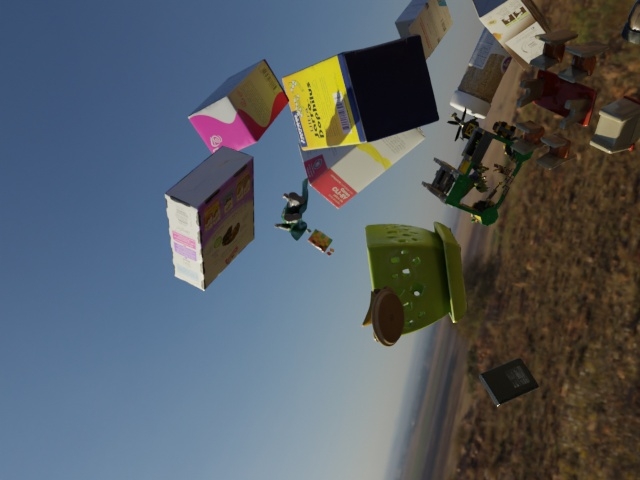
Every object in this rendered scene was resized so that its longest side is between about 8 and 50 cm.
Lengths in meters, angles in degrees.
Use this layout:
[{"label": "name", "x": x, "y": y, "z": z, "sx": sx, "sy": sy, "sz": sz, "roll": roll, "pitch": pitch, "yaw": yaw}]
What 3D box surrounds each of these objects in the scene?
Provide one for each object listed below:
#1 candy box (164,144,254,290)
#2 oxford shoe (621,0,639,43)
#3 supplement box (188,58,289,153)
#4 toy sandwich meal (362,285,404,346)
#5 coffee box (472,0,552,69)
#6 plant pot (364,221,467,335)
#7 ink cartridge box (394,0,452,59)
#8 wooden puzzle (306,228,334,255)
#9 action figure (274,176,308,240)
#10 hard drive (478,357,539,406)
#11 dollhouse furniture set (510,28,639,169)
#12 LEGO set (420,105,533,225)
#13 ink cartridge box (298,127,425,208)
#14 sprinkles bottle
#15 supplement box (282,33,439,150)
[{"label": "candy box", "x": -0.188, "y": -0.039, "z": 1.138, "sx": 0.165, "sy": 0.070, "sz": 0.196, "roll": -50, "pitch": -24, "yaw": -42}, {"label": "oxford shoe", "x": 0.675, "y": -0.434, "z": 1.198, "sx": 0.096, "sy": 0.227, "sz": 0.082, "roll": 86, "pitch": 159, "yaw": -45}, {"label": "supplement box", "x": -0.167, "y": -0.280, "z": 1.370, "sx": 0.111, "sy": 0.114, "sz": 0.220, "roll": 58, "pitch": -151, "yaw": -22}, {"label": "toy sandwich meal", "x": 0.084, "y": 0.101, "z": 0.872, "sx": 0.086, "sy": 0.029, "sz": 0.085, "roll": 11, "pitch": -104, "yaw": -51}, {"label": "coffee box", "x": 0.458, "y": -0.536, "z": 1.546, "sx": 0.247, "sy": 0.098, "sz": 0.141, "roll": 25, "pitch": -134, "yaw": -45}, {"label": "plant pot", "x": 0.220, "y": 0.078, "z": 1.513, "sx": 0.227, "sy": 0.207, "sz": 0.228, "roll": -78, "pitch": -21, "yaw": -75}, {"label": "ink cartridge box", "x": 0.238, "y": -0.505, "z": 1.534, "sx": 0.180, "sy": 0.060, "sz": 0.104, "roll": -55, "pitch": -47, "yaw": -29}, {"label": "wooden puzzle", "x": 0.000, "y": 0.000, "z": 1.519, "sx": 0.006, "sy": 0.083, "sz": 0.049, "roll": -53, "pitch": 1, "yaw": 42}, {"label": "action figure", "x": -0.064, "y": -0.062, "z": 1.463, "sx": 0.232, "sy": 0.064, "sz": 0.137, "roll": 156, "pitch": 128, "yaw": -82}, {"label": "hard drive", "x": 0.509, "y": 0.381, "z": 1.754, "sx": 0.094, "sy": 0.135, "sz": 0.022, "roll": 62, "pitch": 156, "yaw": 28}, {"label": "dollhouse furniture set", "x": 0.548, "y": -0.280, "z": 1.350, "sx": 0.135, "sy": 0.259, "sz": 0.261, "roll": -22, "pitch": -47, "yaw": -27}, {"label": "LEGO set", "x": 0.464, "y": -0.224, "z": 1.978, "sx": 0.192, "sy": 0.255, "sz": 0.331, "roll": -126, "pitch": 49, "yaw": -59}, {"label": "ink cartridge box", "x": 0.132, "y": -0.336, "z": 2.184, "sx": 0.385, "sy": 0.160, "sz": 0.279, "roll": -39, "pitch": 34, "yaw": 19}, {"label": "sprinkles bottle", "x": 0.520, "y": -0.556, "z": 1.969, "sx": 0.121, "sy": 0.121, "sz": 0.355, "roll": -39, "pitch": -28, "yaw": -74}, {"label": "supplement box", "x": 0.081, "y": -0.334, "z": 1.510, "sx": 0.357, "sy": 0.194, "sz": 0.195, "roll": 11, "pitch": 119, "yaw": 65}]
